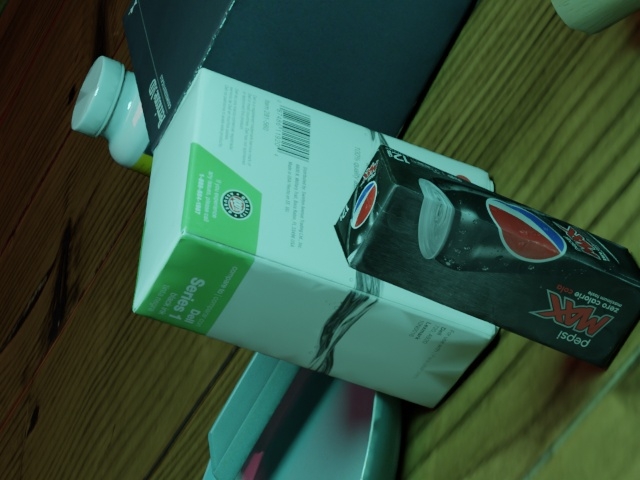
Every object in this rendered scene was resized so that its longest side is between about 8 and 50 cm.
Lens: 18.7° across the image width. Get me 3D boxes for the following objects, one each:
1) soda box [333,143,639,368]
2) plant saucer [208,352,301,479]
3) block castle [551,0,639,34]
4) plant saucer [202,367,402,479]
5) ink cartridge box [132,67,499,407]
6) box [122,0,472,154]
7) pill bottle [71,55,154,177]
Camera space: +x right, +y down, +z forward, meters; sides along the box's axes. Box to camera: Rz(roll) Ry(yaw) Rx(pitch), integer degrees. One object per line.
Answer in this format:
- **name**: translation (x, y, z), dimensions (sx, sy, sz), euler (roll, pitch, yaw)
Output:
- **soda box**: translation (0.096, 0.010, 1.083), dimensions (0.060, 0.169, 0.053), euler (-61, 21, 22)
- **plant saucer**: translation (-0.037, 0.096, 1.463), dimensions (0.192, 0.018, 0.067), euler (-59, 21, 23)
- **block castle**: translation (0.156, -0.373, 1.138), dimensions (0.213, 0.303, 0.453), euler (-28, 44, 61)
- **plant saucer**: translation (-0.020, 0.191, 1.405), dimensions (0.317, 0.044, 0.317), euler (-55, 23, 36)
- **ink cartridge box**: translation (0.000, 0.000, 1.287), dimensions (0.160, 0.219, 0.092), euler (-87, 23, -45)
- **box**: translation (-0.012, -0.231, 1.632), dimensions (0.312, 0.179, 0.343), euler (-60, 20, 18)
- **pill bottle**: translation (-0.133, -0.103, 1.814), dimensions (0.103, 0.184, 0.103), euler (-54, 23, 37)
